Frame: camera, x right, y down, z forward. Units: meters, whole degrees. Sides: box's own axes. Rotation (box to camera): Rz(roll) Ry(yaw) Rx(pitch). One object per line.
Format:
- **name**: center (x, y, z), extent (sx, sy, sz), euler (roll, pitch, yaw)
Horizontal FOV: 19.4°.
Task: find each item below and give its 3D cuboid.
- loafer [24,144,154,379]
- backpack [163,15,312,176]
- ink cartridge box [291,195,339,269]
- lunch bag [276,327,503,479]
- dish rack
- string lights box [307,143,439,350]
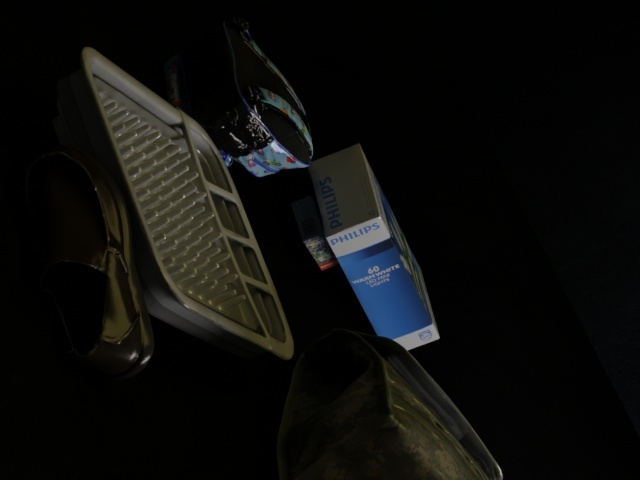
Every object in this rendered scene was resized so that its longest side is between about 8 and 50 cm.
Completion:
- **loafer**: center (-0.206, 0.013, 1.623), extent (0.078, 0.080, 0.220), euler (16, 49, -65)
- **backpack**: center (-0.088, -0.148, 2.180), extent (0.173, 0.117, 0.158), euler (45, 23, -43)
- **ink cartridge box**: center (0.000, 0.000, 2.348), extent (0.115, 0.029, 0.063), euler (58, 12, -56)
- **lunch bag**: center (0.078, 0.233, 1.976), extent (0.235, 0.169, 0.287), euler (52, 11, -19)
- **dish rack**: center (-0.150, -0.019, 1.827), extent (0.285, 0.072, 0.333), euler (69, 13, 21)
- **string lights box**: center (0.067, 0.016, 2.365), extent (0.259, 0.077, 0.133), euler (62, 11, -47)
